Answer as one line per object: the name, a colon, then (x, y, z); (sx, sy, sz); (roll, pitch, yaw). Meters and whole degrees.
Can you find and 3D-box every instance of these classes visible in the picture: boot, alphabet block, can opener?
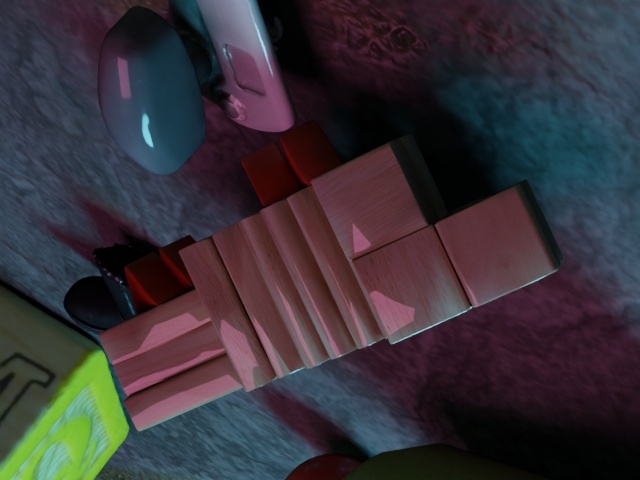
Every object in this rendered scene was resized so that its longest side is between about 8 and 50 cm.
boot: (-0.145, 0.037, 1.179); (0.121, 0.045, 0.099); (19, 153, 21)
alphabet block: (-0.314, 0.158, 1.448); (0.197, 0.193, 0.192); (29, 156, 18)
can opener: (-0.075, -0.138, 0.728); (0.074, 0.093, 0.280); (23, 148, 31)

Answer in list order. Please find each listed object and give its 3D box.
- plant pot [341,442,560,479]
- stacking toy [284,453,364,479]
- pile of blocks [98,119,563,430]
plant pot: (0.117, 0.246, 0.973); (0.276, 0.276, 0.254); (53, 164, -30)
stacking toy: (0.094, 0.292, 1.211); (0.330, 0.141, 0.141); (43, 156, -2)
pile of blocks: (0.000, 0.000, 0.850); (0.362, 0.149, 0.112); (-24, 91, 55)
